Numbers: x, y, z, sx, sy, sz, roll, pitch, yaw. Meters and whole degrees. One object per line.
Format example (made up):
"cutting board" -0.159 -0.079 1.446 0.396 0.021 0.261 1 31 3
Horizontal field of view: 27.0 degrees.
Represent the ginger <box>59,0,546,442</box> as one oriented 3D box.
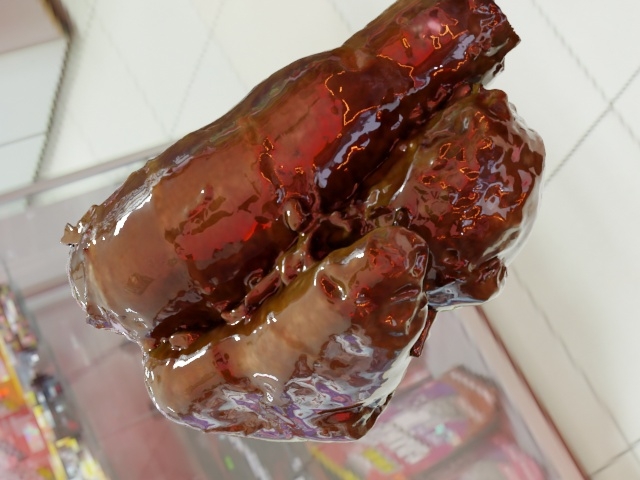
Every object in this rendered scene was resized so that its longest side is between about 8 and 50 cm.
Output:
"ginger" 0.000 0.000 0.383 0.162 0.073 0.103 -38 72 19
